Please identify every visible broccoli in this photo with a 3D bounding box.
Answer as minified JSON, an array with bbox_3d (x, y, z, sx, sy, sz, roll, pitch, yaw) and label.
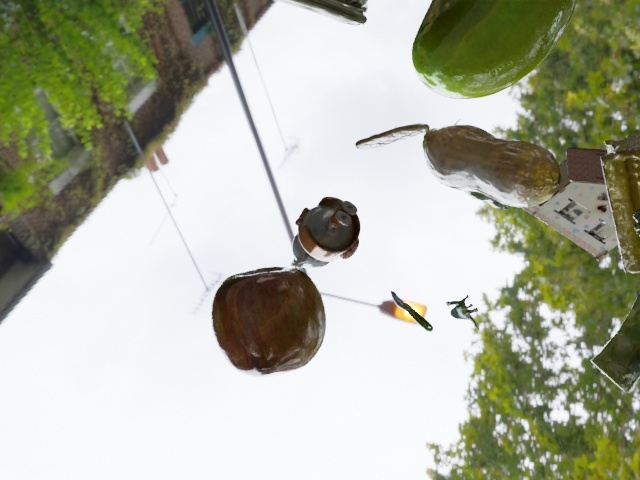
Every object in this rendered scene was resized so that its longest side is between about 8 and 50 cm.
[{"bbox_3d":[0.622,0.097,1.262,0.361,0.252,0.221,-41,-129,-18],"label":"broccoli"}]

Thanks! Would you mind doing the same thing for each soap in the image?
[{"bbox_3d":[0.734,-0.086,1.412,0.259,0.281,0.143,-8,-161,29],"label":"soap"}]

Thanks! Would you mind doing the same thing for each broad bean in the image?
[{"bbox_3d":[0.360,-0.147,1.582,0.098,0.318,0.056,-37,-136,15],"label":"broad bean"}]

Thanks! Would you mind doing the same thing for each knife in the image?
[{"bbox_3d":[0.206,0.162,1.578,0.022,0.026,0.184,-31,-149,-9],"label":"knife"}]

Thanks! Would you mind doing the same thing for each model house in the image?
[{"bbox_3d":[0.694,-0.126,1.764,0.326,0.244,0.169,31,-134,-12],"label":"model house"}]

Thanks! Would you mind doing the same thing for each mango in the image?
[{"bbox_3d":[0.246,-0.312,0.969,0.272,0.185,0.149,-62,-163,-1],"label":"mango"}]

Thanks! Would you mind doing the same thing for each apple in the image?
[{"bbox_3d":[-0.094,0.144,1.261,0.211,0.187,0.211,-7,-172,1],"label":"apple"}]

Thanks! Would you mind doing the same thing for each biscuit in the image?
[{"bbox_3d":[0.123,-0.180,1.200,0.147,0.018,0.071,-11,179,43],"label":"biscuit"}]

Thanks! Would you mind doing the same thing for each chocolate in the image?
[{"bbox_3d":[0.322,-0.147,1.345,0.134,0.134,0.309,-38,-137,-22],"label":"chocolate"}]

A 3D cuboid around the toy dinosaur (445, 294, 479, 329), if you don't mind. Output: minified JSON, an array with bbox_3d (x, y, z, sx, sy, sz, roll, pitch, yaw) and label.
[{"bbox_3d":[0.332,0.168,1.595,0.060,0.119,0.029,-24,-143,19],"label":"toy dinosaur"}]

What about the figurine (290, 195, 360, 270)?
[{"bbox_3d":[-0.006,-0.007,1.506,0.271,0.143,0.143,-21,-153,51],"label":"figurine"}]

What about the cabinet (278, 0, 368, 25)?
[{"bbox_3d":[-0.032,-0.459,0.789,0.290,0.317,0.227,18,-152,-3],"label":"cabinet"}]
